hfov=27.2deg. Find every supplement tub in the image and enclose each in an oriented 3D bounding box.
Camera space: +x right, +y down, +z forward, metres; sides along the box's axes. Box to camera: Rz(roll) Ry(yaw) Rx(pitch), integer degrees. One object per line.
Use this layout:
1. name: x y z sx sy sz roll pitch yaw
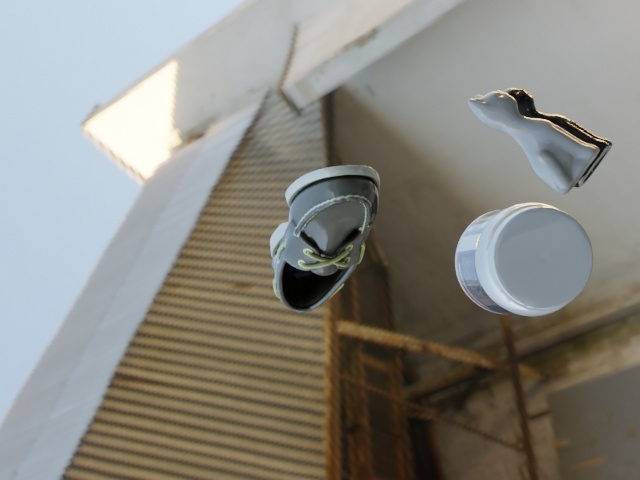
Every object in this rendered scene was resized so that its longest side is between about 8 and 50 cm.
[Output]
1. supplement tub: 0.346 0.034 2.267 0.191 0.191 0.272 63 174 -1

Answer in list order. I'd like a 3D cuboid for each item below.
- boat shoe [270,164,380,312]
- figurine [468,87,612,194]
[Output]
1. boat shoe: 0.005 0.000 1.538 0.109 0.305 0.091 1 -110 -12
2. figurine: 0.333 -0.170 2.067 0.209 0.092 0.215 38 -162 12
